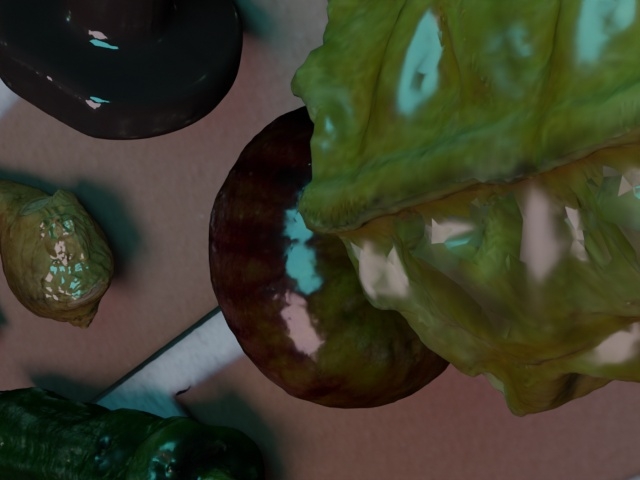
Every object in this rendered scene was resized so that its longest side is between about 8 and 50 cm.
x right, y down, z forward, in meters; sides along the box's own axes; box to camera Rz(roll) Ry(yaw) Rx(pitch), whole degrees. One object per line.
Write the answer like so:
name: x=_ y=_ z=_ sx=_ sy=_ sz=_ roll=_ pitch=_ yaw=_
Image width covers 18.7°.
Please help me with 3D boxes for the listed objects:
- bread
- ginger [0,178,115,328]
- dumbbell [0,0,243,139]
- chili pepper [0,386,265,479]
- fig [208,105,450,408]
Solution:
bread: x=0.135 y=-0.049 z=0.827 sx=0.238 sy=0.196 sz=0.252 roll=51 pitch=139 yaw=-9
ginger: x=-0.189 y=0.006 z=1.288 sx=0.165 sy=0.067 sz=0.096 roll=24 pitch=139 yaw=45
dumbbell: x=-0.098 y=-0.169 z=0.989 sx=0.140 sy=0.124 sz=0.225 roll=30 pitch=140 yaw=18
chili pepper: x=-0.130 y=0.167 z=1.348 sx=0.270 sy=0.099 sz=0.136 roll=-4 pitch=112 yaw=50
fig: x=0.004 y=-0.008 z=1.031 sx=0.202 sy=0.148 sz=0.149 roll=46 pitch=121 yaw=36
